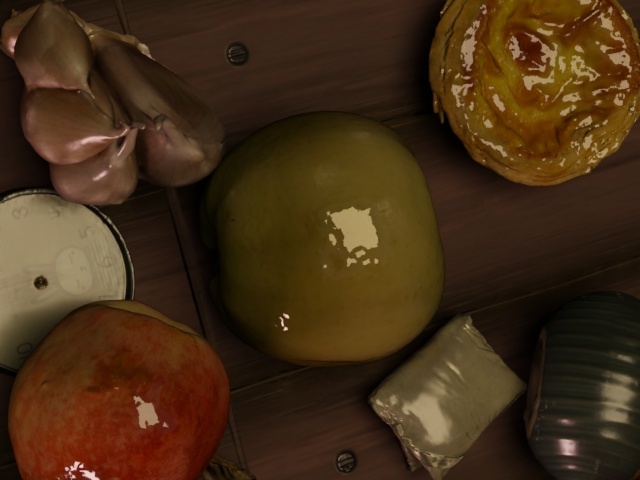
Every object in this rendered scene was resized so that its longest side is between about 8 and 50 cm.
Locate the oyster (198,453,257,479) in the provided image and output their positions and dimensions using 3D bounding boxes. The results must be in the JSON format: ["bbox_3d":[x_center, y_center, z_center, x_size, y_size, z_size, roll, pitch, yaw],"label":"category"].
[{"bbox_3d":[-0.162,0.306,1.851,0.294,0.094,0.166,33,85,-12],"label":"oyster"}]

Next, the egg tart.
[{"bbox_3d":[0.256,-0.204,2.027,0.295,0.116,0.294,0,90,-21],"label":"egg tart"}]

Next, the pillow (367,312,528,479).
[{"bbox_3d":[0.154,0.183,1.989,0.181,0.078,0.134,-41,104,-20],"label":"pillow"}]

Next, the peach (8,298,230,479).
[{"bbox_3d":[-0.217,0.193,1.727,0.232,0.232,0.256,24,89,-20],"label":"peach"}]

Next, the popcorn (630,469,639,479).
[{"bbox_3d":[0.472,0.397,2.002,0.279,0.274,0.335,-7,71,18],"label":"popcorn"}]

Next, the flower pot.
[{"bbox_3d":[0.333,0.180,2.002,0.157,0.189,0.243,10,74,-2],"label":"flower pot"}]

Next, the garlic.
[{"bbox_3d":[-0.219,-0.148,1.765,0.210,0.292,0.237,-25,138,-12],"label":"garlic"}]

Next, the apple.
[{"bbox_3d":[0.000,0.000,1.839,0.254,0.292,0.292,-11,92,-14],"label":"apple"}]

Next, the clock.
[{"bbox_3d":[-0.308,0.046,1.820,0.215,0.042,0.215,1,88,-22],"label":"clock"}]
